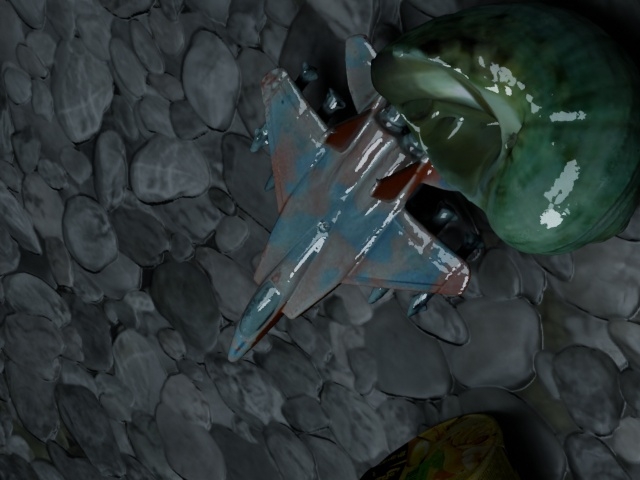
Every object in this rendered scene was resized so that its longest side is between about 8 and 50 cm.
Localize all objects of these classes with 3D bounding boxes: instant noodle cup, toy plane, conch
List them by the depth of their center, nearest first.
[{"bbox_3d":[0.138,-0.073,1.062,0.176,0.122,0.188,-22,97,43],"label":"conch"},{"bbox_3d":[0.005,-0.003,1.247,0.223,0.104,0.326,47,139,12],"label":"toy plane"},{"bbox_3d":[0.108,0.227,1.275,0.151,0.151,0.122,-19,112,48],"label":"instant noodle cup"}]
